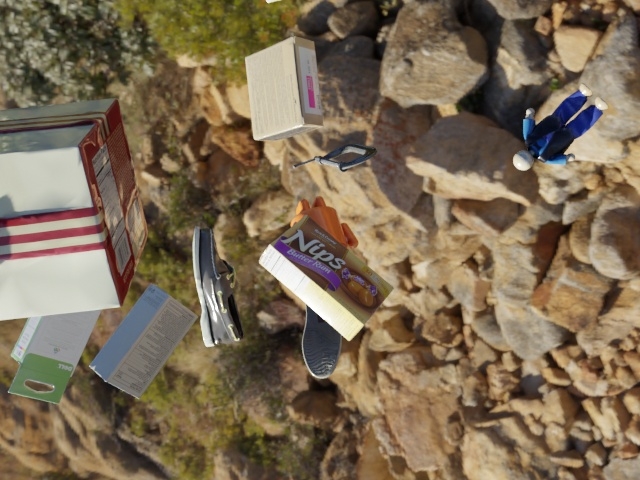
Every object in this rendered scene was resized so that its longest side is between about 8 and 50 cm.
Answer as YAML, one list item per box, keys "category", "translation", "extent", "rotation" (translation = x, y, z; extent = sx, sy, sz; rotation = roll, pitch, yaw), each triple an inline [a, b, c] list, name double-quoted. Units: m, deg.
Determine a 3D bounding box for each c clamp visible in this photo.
- category: "c clamp"
  translation: [0.039, -0.167, 1.398]
  extent: [0.160, 0.137, 0.022]
  rotation: [19, 133, 57]

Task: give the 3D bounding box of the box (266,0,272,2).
- category: "box"
  translation: [-0.031, -0.687, 1.624]
  extent: [0.213, 0.243, 0.117]
  rotation: [-24, 104, 26]

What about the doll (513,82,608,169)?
- category: "doll"
  translation: [0.435, -0.204, 1.259]
  extent: [0.189, 0.046, 0.129]
  rotation: [-45, 76, 10]

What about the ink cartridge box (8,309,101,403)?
- category: "ink cartridge box"
  translation: [-0.531, 0.204, 1.336]
  extent: [0.062, 0.109, 0.209]
  rotation: [12, 76, 46]

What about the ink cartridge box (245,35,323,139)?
- category: "ink cartridge box"
  translation: [-0.098, -0.399, 1.802]
  extent: [0.193, 0.088, 0.235]
  rotation: [-7, 88, 41]

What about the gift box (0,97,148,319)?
- category: "gift box"
  translation: [-0.386, -0.022, 0.881]
  extent: [0.255, 0.258, 0.276]
  rotation: [-99, 4, -68]

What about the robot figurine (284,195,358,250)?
- category: "robot figurine"
  translation: [0.002, -0.001, 1.704]
  extent: [0.128, 0.158, 0.219]
  rotation: [-29, 68, 32]

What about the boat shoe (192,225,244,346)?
- category: "boat shoe"
  translation: [-0.171, 0.077, 1.135]
  extent: [0.081, 0.068, 0.228]
  rotation: [-97, 4, -60]

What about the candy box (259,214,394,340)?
- category: "candy box"
  translation: [0.010, 0.054, 1.050]
  extent: [0.186, 0.109, 0.053]
  rotation: [41, 133, 7]

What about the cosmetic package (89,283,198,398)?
- category: "cosmetic package"
  translation: [-0.538, 0.307, 2.072]
  extent: [0.113, 0.160, 0.309]
  rotation: [25, 73, 40]

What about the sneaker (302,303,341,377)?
- category: "sneaker"
  translation: [0.015, 0.184, 1.420]
  extent: [0.083, 0.118, 0.222]
  rotation: [-6, 69, 13]
